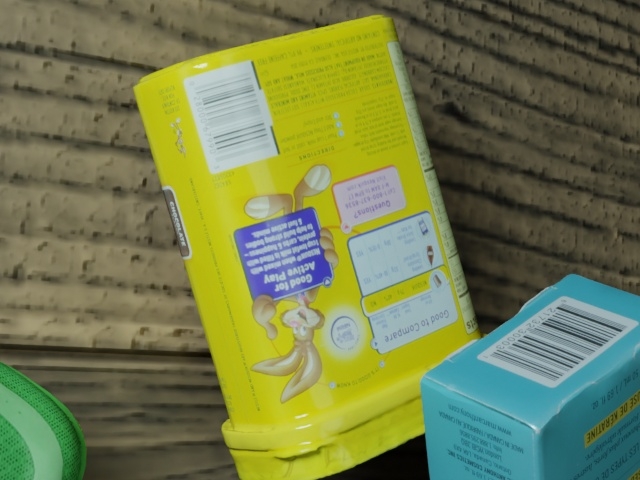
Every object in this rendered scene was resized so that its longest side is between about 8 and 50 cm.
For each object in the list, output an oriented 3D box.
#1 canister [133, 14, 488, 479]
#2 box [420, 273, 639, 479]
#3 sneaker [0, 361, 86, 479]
[{"bbox_3d":[0.000,0.000,0.555,0.126,0.073,0.170,-19,96,-36],"label":"canister"},{"bbox_3d":[0.107,0.146,0.577,0.100,0.060,0.244,-30,125,-34],"label":"box"},{"bbox_3d":[-0.195,0.045,0.374,0.295,0.123,0.109,25,71,-33],"label":"sneaker"}]
